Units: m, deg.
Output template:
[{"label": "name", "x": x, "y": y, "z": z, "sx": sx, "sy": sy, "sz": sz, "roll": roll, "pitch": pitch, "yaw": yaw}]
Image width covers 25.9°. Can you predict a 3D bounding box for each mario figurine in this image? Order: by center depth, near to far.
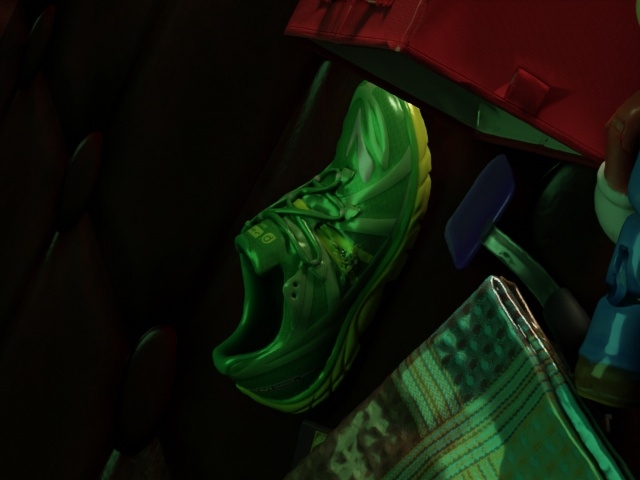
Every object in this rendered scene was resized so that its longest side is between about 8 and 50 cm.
[{"label": "mario figurine", "x": 0.251, "y": -0.054, "z": 0.779, "sx": 0.198, "sy": 0.170, "sz": 0.321, "roll": 12, "pitch": 94, "yaw": 20}]

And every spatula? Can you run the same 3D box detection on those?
[{"label": "spatula", "x": 0.147, "y": 0.027, "z": 0.964, "sx": 0.084, "sy": 0.030, "sz": 0.296, "roll": -58, "pitch": 29, "yaw": 18}]

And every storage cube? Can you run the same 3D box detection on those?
[{"label": "storage cube", "x": 0.122, "y": -0.182, "z": 0.956, "sx": 0.193, "sy": 0.215, "sz": 0.183, "roll": -64, "pitch": 27, "yaw": -1}]

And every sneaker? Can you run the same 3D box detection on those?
[{"label": "sneaker", "x": 0.000, "y": 0.000, "z": 1.150, "sx": 0.109, "sy": 0.123, "sz": 0.296, "roll": 28, "pitch": 97, "yaw": 62}]

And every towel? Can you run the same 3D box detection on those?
[{"label": "towel", "x": 0.095, "y": 0.235, "z": 0.804, "sx": 0.271, "sy": 0.040, "sz": 0.370, "roll": -47, "pitch": 48, "yaw": 24}]

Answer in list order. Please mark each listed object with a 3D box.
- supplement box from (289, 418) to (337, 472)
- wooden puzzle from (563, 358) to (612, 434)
[{"label": "supplement box", "x": 0.049, "y": 0.198, "z": 0.984, "sx": 0.188, "sy": 0.080, "sz": 0.104, "roll": 7, "pitch": 80, "yaw": 61}, {"label": "wooden puzzle", "x": 0.168, "y": 0.110, "z": 0.903, "sx": 0.049, "sy": 0.006, "sz": 0.083, "roll": -39, "pitch": 41, "yaw": 45}]
